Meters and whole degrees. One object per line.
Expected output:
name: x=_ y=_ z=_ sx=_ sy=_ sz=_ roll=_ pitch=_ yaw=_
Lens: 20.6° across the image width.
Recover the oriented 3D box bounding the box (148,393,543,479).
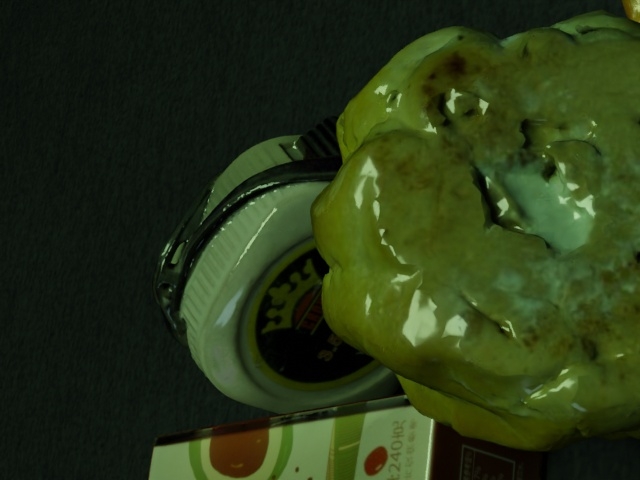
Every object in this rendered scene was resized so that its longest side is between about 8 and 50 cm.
box: x=-0.006 y=0.328 z=1.352 sx=0.344 sy=0.122 sz=0.385 roll=-16 pitch=61 yaw=47

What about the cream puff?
cream puff: x=0.158 y=0.013 z=1.216 sx=0.257 sy=0.325 sz=0.291 roll=96 pitch=166 yaw=-71

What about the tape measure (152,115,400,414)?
tape measure: x=0.000 y=0.000 z=1.420 sx=0.271 sy=0.231 sz=0.133 roll=-56 pitch=36 yaw=16

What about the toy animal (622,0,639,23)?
toy animal: x=0.238 y=-0.168 z=1.356 sx=0.081 sy=0.060 sz=0.083 roll=35 pitch=103 yaw=12
